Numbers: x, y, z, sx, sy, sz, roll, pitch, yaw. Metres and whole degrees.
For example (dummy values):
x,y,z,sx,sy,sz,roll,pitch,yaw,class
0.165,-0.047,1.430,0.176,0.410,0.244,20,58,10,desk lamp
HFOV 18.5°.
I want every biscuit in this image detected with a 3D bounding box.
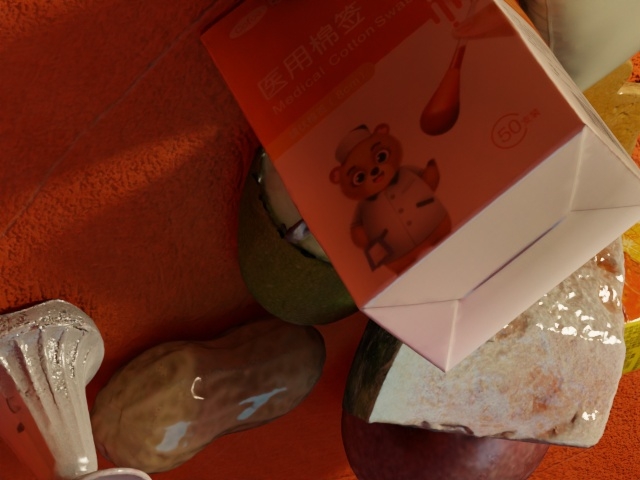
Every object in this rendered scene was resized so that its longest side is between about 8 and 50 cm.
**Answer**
x,y,z,sx,sy,sz,roll,pitch,yaw,class
0.257,-0.128,1.958,0.240,0.035,0.158,12,126,-49,biscuit

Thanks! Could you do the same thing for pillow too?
x,y,z,sx,sy,sz,roll,pitch,yaw,class
0.297,-0.274,1.686,0.322,0.120,0.255,-37,152,-14,pillow

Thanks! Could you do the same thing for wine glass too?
x,y,z,sx,sy,sz,roll,pitch,yaw,class
-0.246,0.172,1.797,0.165,0.196,0.165,-21,145,-16,wine glass

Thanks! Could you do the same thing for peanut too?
x,y,z,sx,sy,sz,roll,pitch,yaw,class
-0.108,0.145,1.955,0.257,0.123,0.123,-23,148,-18,peanut

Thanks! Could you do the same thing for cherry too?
x,y,z,sx,sy,sz,roll,pitch,yaw,class
0.141,0.194,2.141,0.236,0.212,0.285,-3,177,26,cherry

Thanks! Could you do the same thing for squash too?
x,y,z,sx,sy,sz,roll,pitch,yaw,class
0.005,-0.027,1.858,0.189,0.189,0.260,-23,174,-14,squash

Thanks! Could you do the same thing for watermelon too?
x,y,z,sx,sy,sz,roll,pitch,yaw,class
0.185,0.103,1.949,0.387,0.258,0.228,-42,173,-31,watermelon

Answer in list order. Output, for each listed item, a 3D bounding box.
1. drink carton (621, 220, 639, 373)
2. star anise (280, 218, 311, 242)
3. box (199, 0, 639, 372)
x,y,z,sx,sy,sz,roll,pitch,yaw,class
0.404,0.039,2.202,0.351,0.154,0.111,-15,145,-26,drink carton
0.073,-0.065,1.714,0.172,0.208,0.063,22,165,-15,star anise
0.076,-0.101,1.553,0.225,0.341,0.143,-39,140,11,box
